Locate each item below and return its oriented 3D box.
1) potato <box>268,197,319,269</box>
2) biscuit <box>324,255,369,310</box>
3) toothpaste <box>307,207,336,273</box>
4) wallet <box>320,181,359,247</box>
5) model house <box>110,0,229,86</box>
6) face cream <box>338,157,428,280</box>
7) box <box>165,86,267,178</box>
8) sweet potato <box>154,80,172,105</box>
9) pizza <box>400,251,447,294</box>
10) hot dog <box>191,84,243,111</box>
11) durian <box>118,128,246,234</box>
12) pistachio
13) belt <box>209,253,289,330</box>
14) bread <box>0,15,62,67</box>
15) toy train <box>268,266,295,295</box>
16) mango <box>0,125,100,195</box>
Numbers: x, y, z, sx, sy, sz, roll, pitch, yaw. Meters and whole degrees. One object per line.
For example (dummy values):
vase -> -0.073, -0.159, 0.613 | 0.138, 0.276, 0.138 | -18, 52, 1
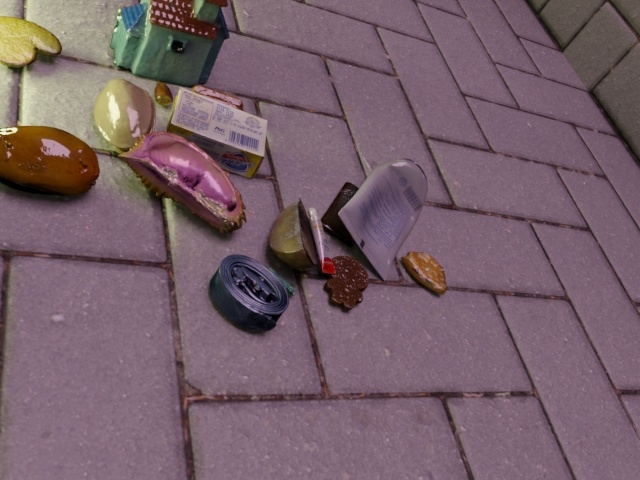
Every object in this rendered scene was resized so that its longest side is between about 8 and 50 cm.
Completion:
potato -> -0.071, 0.012, 1.667 | 0.261, 0.100, 0.120 | -98, 168, -58
biscuit -> 0.064, 0.109, 1.695 | 0.124, 0.026, 0.175 | 25, 43, -7
toothpaste -> 0.000, 0.000, 1.703 | 0.048, 0.031, 0.190 | 12, 53, -45
wallet -> 0.084, -0.079, 1.874 | 0.122, 0.031, 0.232 | 34, 41, 0
model house -> -0.406, -0.643, 1.844 | 0.294, 0.329, 0.252 | 5, 54, -32
face cream -> 0.200, -0.097, 1.892 | 0.235, 0.137, 0.420 | 56, 41, -18
box -> -0.283, -0.292, 1.775 | 0.265, 0.097, 0.168 | 17, 45, -20
sweet potato -> -0.446, -0.419, 1.829 | 0.049, 0.049, 0.117 | 3, 41, -31
pizza -> 0.301, 0.088, 1.862 | 0.160, 0.036, 0.099 | 43, 43, 7
hot dog -> -0.300, -0.405, 1.905 | 0.165, 0.045, 0.071 | 16, 44, -21
durian -> -0.327, -0.142, 1.613 | 0.341, 0.112, 0.191 | 33, 32, -15
pistachio -> -0.489, -0.312, 1.646 | 0.152, 0.126, 0.223 | -22, 67, -6
belt -> -0.163, 0.123, 1.493 | 0.190, 0.082, 0.141 | 40, 39, 6
bread -> -0.767, -0.495, 1.676 | 0.187, 0.065, 0.149 | 4, 62, -35
toy train -> -0.101, 0.104, 1.593 | 0.092, 0.029, 0.045 | 34, 26, -7
mango -> -0.617, -0.181, 1.441 | 0.248, 0.151, 0.156 | 10, 17, -18
